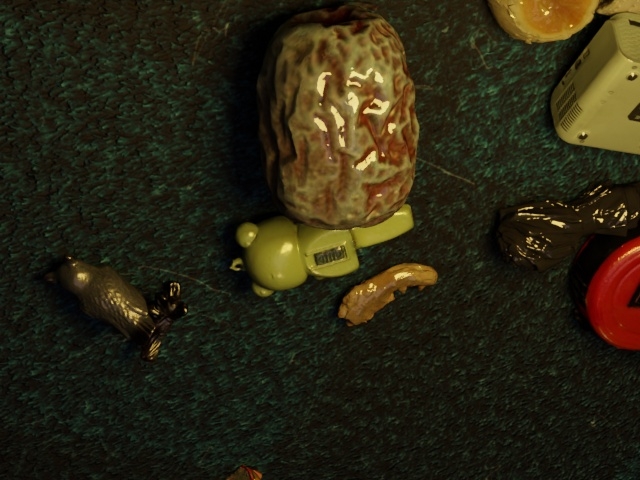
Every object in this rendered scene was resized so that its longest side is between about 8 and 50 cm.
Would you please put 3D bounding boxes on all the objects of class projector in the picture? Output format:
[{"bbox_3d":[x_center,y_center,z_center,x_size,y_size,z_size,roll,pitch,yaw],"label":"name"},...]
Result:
[{"bbox_3d":[0.495,-0.218,1.831,0.251,0.108,0.198,7,147,-19],"label":"projector"}]

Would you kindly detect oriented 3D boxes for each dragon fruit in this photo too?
[{"bbox_3d":[-0.128,0.429,2.142,0.083,0.056,0.060,-43,119,18],"label":"dragon fruit"}]

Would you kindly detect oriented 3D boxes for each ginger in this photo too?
[{"bbox_3d":[0.105,0.080,1.992,0.174,0.051,0.069,-24,127,3],"label":"ginger"}]

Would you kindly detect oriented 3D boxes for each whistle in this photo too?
[{"bbox_3d":[0.000,0.000,1.882,0.289,0.106,0.131,-17,121,-2],"label":"whistle"}]

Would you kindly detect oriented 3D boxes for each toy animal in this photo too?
[{"bbox_3d":[-0.314,0.104,1.863,0.210,0.117,0.121,24,119,-28],"label":"toy animal"}]

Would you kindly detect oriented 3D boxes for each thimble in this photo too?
[{"bbox_3d":[0.449,-0.372,1.774,0.090,0.102,0.115,7,148,-18],"label":"thimble"}]

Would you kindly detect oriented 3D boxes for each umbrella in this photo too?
[{"bbox_3d":[0.438,-0.044,1.980,0.340,0.118,0.118,-21,124,-12],"label":"umbrella"}]

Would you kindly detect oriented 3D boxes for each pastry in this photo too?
[{"bbox_3d":[0.316,-0.355,1.759,0.166,0.088,0.165,-5,119,-8],"label":"pastry"}]

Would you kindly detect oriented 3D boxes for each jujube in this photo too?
[{"bbox_3d":[0.025,-0.166,1.725,0.226,0.226,0.316,-4,111,-12],"label":"jujube"}]

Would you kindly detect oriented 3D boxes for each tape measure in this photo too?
[{"bbox_3d":[0.542,0.077,2.061,0.261,0.114,0.253,11,117,-20],"label":"tape measure"}]
